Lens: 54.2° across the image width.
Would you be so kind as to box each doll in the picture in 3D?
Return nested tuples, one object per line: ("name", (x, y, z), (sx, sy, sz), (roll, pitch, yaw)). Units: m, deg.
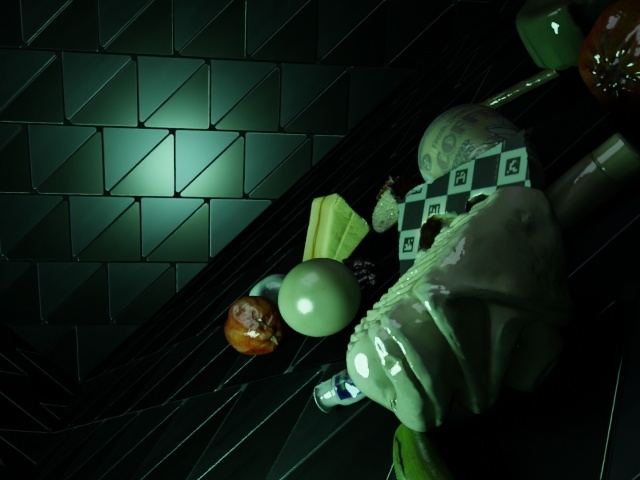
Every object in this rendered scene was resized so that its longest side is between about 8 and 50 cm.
("doll", (0.095, 0.094, 1.608), (0.165, 0.057, 0.139), (-13, 32, 46))

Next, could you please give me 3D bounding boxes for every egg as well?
("egg", (-0.006, 0.137, 1.497), (0.242, 0.186, 0.186), (-24, 25, 55))

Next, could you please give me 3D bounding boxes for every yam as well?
("yam", (0.555, -0.428, 1.841), (0.327, 0.045, 0.045), (-24, 55, 50))

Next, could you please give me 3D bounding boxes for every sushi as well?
("sushi", (0.286, 0.011, 1.179), (0.339, 0.069, 0.319), (-30, 51, 48))

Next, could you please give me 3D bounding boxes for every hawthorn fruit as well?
("hawthorn fruit", (-0.172, 0.236, 1.730), (0.179, 0.173, 0.173), (-8, 32, 27))
("hawthorn fruit", (0.630, -0.366, 1.197), (0.261, 0.224, 0.224), (-34, 10, -25))

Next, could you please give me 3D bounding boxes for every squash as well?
("squash", (0.148, 0.322, 0.841), (0.080, 0.071, 0.318), (-43, 16, 1))

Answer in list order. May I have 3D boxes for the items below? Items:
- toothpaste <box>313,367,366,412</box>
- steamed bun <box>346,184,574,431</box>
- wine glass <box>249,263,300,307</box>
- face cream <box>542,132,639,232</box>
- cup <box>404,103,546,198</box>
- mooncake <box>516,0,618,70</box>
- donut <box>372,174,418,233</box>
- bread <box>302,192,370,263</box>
("toothpaste", (0.108, 0.250, 1.184), (0.266, 0.061, 0.096), (-30, 19, 23))
("steamed bun", (0.219, 0.119, 0.902), (0.352, 0.247, 0.339), (-49, -1, -32))
("wine glass", (-0.104, 0.150, 1.826), (0.241, 0.126, 0.126), (-21, 27, 48))
("face cream", (0.424, -0.052, 1.140), (0.341, 0.084, 0.137), (-43, 23, 28))
("cup", (0.316, -0.133, 1.324), (0.301, 0.227, 0.257), (-34, 23, 7))
("mooncake", (0.693, -0.595, 1.630), (0.351, 0.187, 0.351), (-35, 21, 16))
("donut", (0.212, -0.090, 1.704), (0.126, 0.144, 0.186), (-40, 45, 34))
("bread", (-0.001, 0.004, 1.880), (0.264, 0.163, 0.168), (-51, 18, -21))
